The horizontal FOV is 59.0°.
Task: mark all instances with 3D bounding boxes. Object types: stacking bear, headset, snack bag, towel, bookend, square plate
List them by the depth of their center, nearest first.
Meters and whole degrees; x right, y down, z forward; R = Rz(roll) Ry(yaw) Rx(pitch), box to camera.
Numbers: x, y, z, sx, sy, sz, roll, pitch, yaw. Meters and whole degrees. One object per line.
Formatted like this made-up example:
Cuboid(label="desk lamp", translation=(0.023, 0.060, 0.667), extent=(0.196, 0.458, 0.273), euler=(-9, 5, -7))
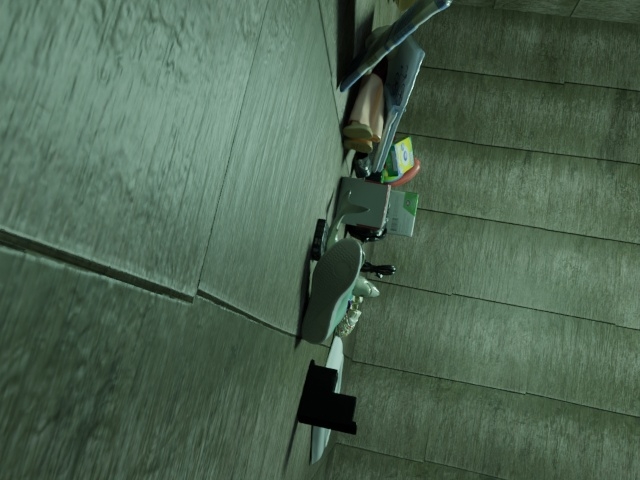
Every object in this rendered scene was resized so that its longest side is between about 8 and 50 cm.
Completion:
Cuboid(label="towel", translation=(0.163, -0.435, 1.198), extent=(0.285, 0.034, 0.209), euler=(-36, -162, 31))
Cuboid(label="bookend", translation=(0.033, 0.416, 1.510), extent=(0.072, 0.156, 0.157), euler=(88, 14, -54))
Cuboid(label="snack bag", translation=(0.187, -0.397, 1.541), extent=(0.323, 0.037, 0.342), euler=(-92, -162, -57))
Cuboid(label="headset", translation=(0.179, -0.074, 1.797), extent=(0.243, 0.185, 0.394), euler=(84, 18, -60))
Cuboid(label="stacking bear", translation=(0.229, -0.298, 1.994), extent=(0.164, 0.175, 0.289), euler=(-49, 161, 4))
Cuboid(label="square plate", translation=(0.029, 0.566, 2.025), extent=(0.347, 0.049, 0.344), euler=(-69, 166, -50))

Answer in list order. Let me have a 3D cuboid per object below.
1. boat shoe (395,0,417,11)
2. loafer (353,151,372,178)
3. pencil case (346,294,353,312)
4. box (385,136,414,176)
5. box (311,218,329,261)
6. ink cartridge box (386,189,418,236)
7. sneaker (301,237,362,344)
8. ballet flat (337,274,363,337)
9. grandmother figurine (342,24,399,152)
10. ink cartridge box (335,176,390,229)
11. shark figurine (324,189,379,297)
Cuboid(label="boat shoe", translation=(0.260, -0.841, 1.784), extent=(0.098, 0.109, 0.302), euler=(61, 5, 8))
Cuboid(label="loafer", translation=(0.139, -0.262, 1.744), extent=(0.170, 0.062, 0.061), euler=(-74, 148, -49))
Cuboid(label="pencil case", translation=(0.084, 0.170, 1.862), extent=(0.151, 0.064, 0.070), euler=(-64, 137, -60))
Cuboid(label="box", translation=(0.263, -0.278, 1.857), extent=(0.179, 0.043, 0.105), euler=(-39, 122, -57))
Cuboid(label="box", translation=(0.000, 0.000, 1.266), extent=(0.067, 0.018, 0.083), euler=(68, 33, -74))
Cuboid(label="ink cartridge box", translation=(0.231, -0.107, 2.017), extent=(0.093, 0.212, 0.154), euler=(-54, 152, -79))
Cuboid(label="sneaker", translation=(0.033, 0.102, 1.308), extent=(0.256, 0.094, 0.151), euler=(-68, 169, 14))
Cuboid(label="ballet flat", translation=(0.112, 0.232, 2.039), extent=(0.091, 0.077, 0.241), euler=(14, 80, -50))
Cuboid(label="grandmother figurine", translation=(0.137, -0.398, 1.452), extent=(0.208, 0.104, 0.342), euler=(102, 3, -73))
Cuboid(label="ink cartridge box", translation=(0.123, -0.106, 1.582), extent=(0.176, 0.128, 0.127), euler=(-26, 126, -79))
Cuboid(label="shark figurine", translation=(0.043, 0.025, 1.429), extent=(0.116, 0.166, 0.278), euler=(-136, -147, -70))
